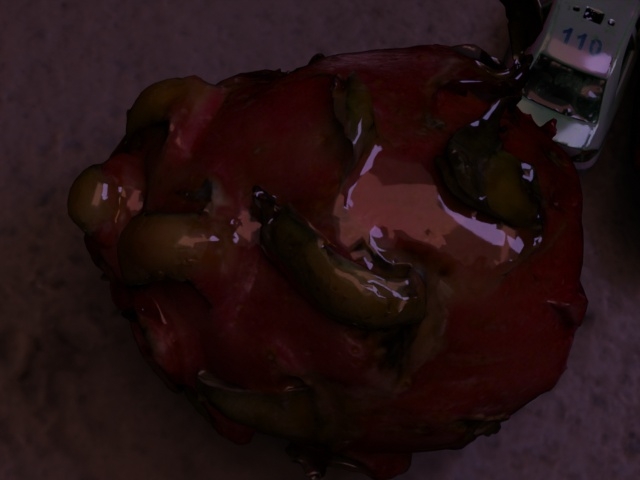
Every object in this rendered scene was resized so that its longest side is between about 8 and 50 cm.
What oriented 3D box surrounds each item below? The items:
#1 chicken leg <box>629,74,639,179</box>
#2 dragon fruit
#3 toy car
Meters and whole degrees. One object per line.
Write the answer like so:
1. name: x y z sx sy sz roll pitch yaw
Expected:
1. chicken leg: 0.316 -0.167 0.872 0.158 0.095 0.407 41 61 -27
2. dragon fruit: 0.000 0.000 0.718 0.291 0.269 0.250 12 61 -6
3. toy car: 0.191 -0.157 0.882 0.090 0.076 0.224 22 71 3
